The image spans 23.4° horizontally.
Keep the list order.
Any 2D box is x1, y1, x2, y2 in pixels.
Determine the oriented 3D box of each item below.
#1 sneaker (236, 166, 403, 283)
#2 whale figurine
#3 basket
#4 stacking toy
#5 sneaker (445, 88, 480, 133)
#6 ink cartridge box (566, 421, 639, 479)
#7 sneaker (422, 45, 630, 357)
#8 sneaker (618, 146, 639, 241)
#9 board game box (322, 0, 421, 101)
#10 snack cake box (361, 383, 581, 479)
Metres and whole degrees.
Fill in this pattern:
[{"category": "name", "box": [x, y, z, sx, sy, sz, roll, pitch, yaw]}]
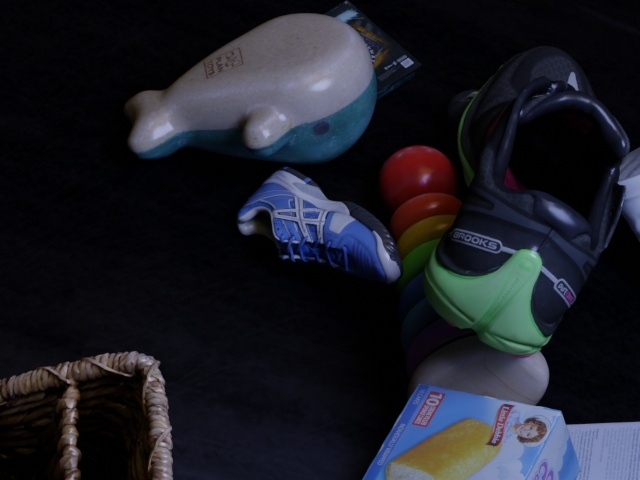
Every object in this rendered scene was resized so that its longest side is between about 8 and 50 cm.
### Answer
[{"category": "sneaker", "box": [0.000, 0.000, 1.588, 0.081, 0.080, 0.211, -37, 43, -26]}, {"category": "whale figurine", "box": [-0.070, -0.136, 1.652, 0.272, 0.141, 0.216, -19, 36, 1]}, {"category": "basket", "box": [-0.238, 0.253, 1.224, 0.213, 0.223, 0.299, 6, 53, -17]}, {"category": "stacking toy", "box": [0.131, 0.033, 1.608, 0.141, 0.141, 0.330, 4, 46, -18]}, {"category": "sneaker", "box": [0.221, -0.071, 1.741, 0.229, 0.086, 0.132, 34, 52, 6]}, {"category": "ink cartridge box", "box": [0.240, 0.261, 1.424, 0.224, 0.045, 0.223, -7, 39, 24]}, {"category": "sneaker", "box": [0.237, -0.073, 1.542, 0.185, 0.202, 0.483, 30, 33, -8]}, {"category": "sneaker", "box": [0.421, -0.033, 1.787, 0.292, 0.108, 0.169, -34, 100, -57]}, {"category": "board game box", "box": [0.013, -0.201, 1.800, 0.126, 0.026, 0.186, 44, 52, 15]}, {"category": "snack cake box", "box": [0.108, 0.261, 1.377, 0.152, 0.089, 0.264, 7, 46, 33]}]
